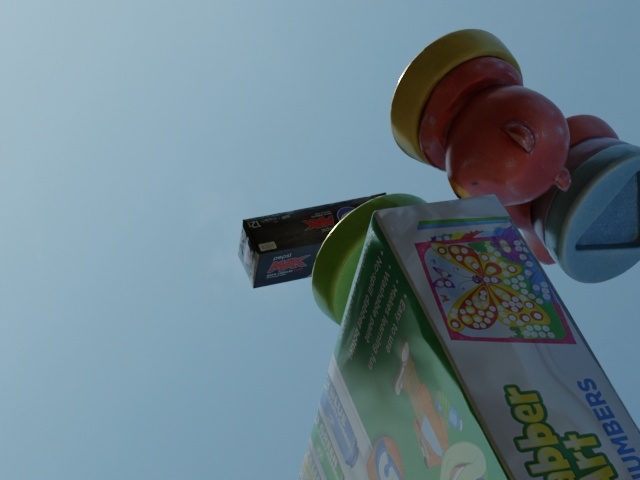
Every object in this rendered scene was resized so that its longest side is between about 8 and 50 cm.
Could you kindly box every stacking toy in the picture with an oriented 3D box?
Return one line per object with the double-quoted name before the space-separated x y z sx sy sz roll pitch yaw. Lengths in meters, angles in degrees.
"stacking toy" 0.160 0.002 1.152 0.279 0.309 0.130 -57 -135 12

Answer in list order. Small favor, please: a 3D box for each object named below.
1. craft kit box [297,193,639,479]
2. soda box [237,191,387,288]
"craft kit box" 0.059 0.157 0.473 0.249 0.061 0.246 103 -31 -42
"soda box" 0.000 0.000 1.446 0.060 0.169 0.053 101 -29 -46
